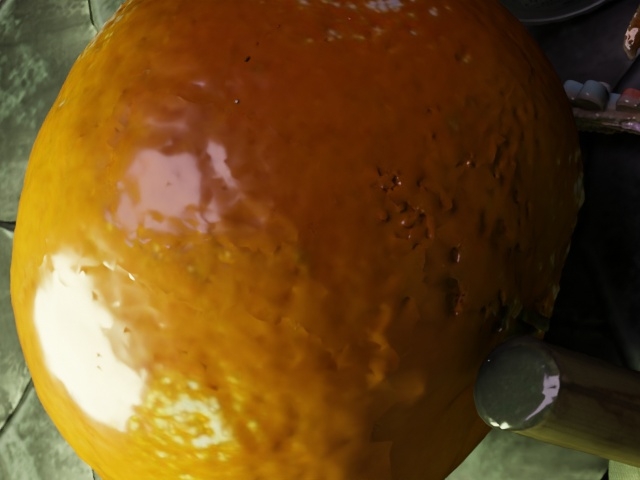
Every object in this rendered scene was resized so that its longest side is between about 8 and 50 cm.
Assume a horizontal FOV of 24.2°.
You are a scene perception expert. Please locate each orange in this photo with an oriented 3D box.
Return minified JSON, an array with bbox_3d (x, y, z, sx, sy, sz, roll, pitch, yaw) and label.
[{"bbox_3d":[0.000,0.000,0.995,0.326,0.424,0.424,17,84,23],"label":"orange"}]

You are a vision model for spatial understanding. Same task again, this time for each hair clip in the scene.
[{"bbox_3d":[0.244,-0.086,1.052,0.214,0.062,0.056,24,78,43],"label":"hair clip"}]

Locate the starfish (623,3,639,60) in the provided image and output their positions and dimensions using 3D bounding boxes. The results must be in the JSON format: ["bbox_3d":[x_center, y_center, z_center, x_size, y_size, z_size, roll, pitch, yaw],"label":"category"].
[{"bbox_3d":[0.258,-0.263,0.991,0.084,0.301,0.293,-163,93,-78],"label":"starfish"}]

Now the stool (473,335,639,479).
[{"bbox_3d":[0.286,0.105,0.821,0.310,0.226,0.310,-51,45,13],"label":"stool"}]

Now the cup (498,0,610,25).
[{"bbox_3d":[0.150,-0.293,1.116,0.167,0.221,0.202,-17,65,17],"label":"cup"}]
